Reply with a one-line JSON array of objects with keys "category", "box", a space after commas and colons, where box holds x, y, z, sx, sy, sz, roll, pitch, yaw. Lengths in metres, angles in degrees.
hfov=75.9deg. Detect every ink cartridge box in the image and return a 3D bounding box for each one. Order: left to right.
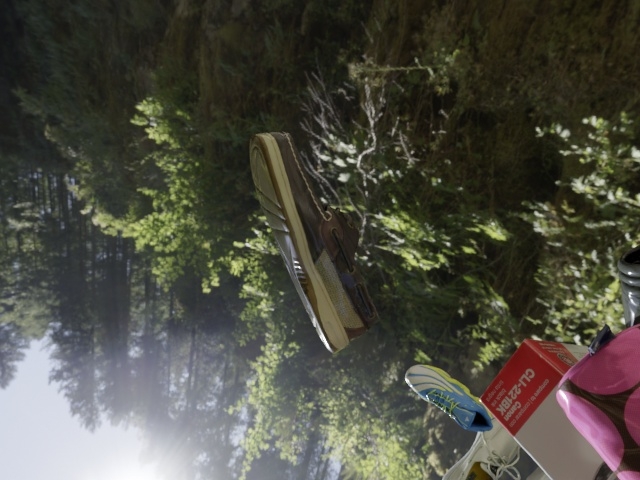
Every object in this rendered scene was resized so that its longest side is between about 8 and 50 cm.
[{"category": "ink cartridge box", "box": [0.368, 0.256, 0.491, 0.196, 0.114, 0.273, 14, -158, -35]}]

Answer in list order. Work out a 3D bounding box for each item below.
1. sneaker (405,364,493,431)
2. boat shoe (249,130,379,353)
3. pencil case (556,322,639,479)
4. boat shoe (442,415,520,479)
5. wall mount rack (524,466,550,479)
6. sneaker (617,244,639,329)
[{"category": "sneaker", "box": [0.333, 0.399, 1.037, 0.239, 0.091, 0.126, 27, 179, 5]}, {"category": "boat shoe", "box": [0.001, 0.001, 0.384, 0.073, 0.224, 0.080, -25, -157, -14]}, {"category": "pencil case", "box": [0.230, 0.138, 0.210, 0.095, 0.098, 0.209, 23, -153, -43]}, {"category": "boat shoe", "box": [0.510, 0.670, 1.232, 0.135, 0.367, 0.156, 42, 180, 3]}, {"category": "wall mount rack", "box": [0.551, 0.632, 0.962, 0.350, 0.304, 0.130, -38, -118, -11]}, {"category": "sneaker", "box": [0.472, 0.048, 0.429, 0.104, 0.147, 0.295, -32, -171, -36]}]
